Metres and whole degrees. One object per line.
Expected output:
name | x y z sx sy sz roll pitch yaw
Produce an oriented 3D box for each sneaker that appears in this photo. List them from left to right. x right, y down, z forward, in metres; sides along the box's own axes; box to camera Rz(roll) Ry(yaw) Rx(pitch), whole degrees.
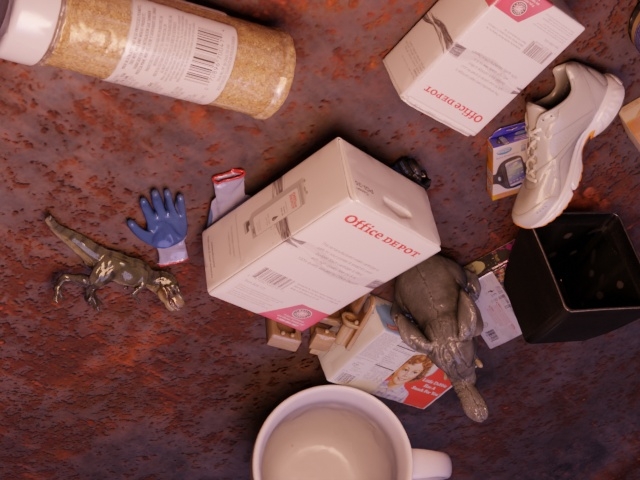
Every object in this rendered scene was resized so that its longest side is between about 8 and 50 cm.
sneaker | 0.102 -0.098 1.655 0.152 0.058 0.084 26 119 -38
sneaker | 0.336 -0.147 1.651 0.121 0.099 0.262 23 98 -25

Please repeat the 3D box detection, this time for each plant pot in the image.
plant pot | 0.409 0.076 1.838 0.188 0.187 0.167 -1 146 -26

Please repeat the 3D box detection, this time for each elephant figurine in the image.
elephant figurine | 0.203 0.140 1.787 0.186 0.239 0.169 19 122 -20

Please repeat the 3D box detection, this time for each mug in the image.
mug | 0.055 0.426 2.029 0.374 0.276 0.328 -3 162 -7

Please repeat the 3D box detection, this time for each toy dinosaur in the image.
toy dinosaur | -0.328 0.050 1.639 0.118 0.064 0.268 -42 132 19

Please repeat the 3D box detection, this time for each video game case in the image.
video game case | 0.354 0.085 1.984 0.210 0.041 0.232 -29 140 10

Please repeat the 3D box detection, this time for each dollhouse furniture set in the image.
dollhouse furniture set | 0.003 0.095 1.785 0.151 0.144 0.123 16 124 -18

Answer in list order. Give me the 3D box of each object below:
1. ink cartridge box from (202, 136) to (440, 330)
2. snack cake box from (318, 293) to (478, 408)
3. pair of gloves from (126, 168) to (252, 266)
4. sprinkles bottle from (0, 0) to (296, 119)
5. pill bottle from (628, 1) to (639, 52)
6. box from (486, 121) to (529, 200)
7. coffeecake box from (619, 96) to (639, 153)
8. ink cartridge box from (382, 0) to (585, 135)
ink cartridge box | 0.000 0.000 1.604 0.283 0.117 0.207 -33 140 30
snack cake box | 0.139 0.203 1.988 0.264 0.089 0.152 23 122 -40
pair of gloves | -0.183 -0.032 1.633 0.198 0.023 0.159 -14 138 -10
sprinkles bottle | -0.206 -0.235 1.314 0.356 0.121 0.121 10 131 -33
pill bottle | 0.528 -0.252 1.540 0.123 0.219 0.122 -12 139 -11
box | 0.302 -0.126 1.735 0.081 0.028 0.136 -17 142 -6
coffeecake box | 0.563 -0.157 1.689 0.142 0.185 0.068 -30 140 10
ink cartridge box | 0.216 -0.262 1.493 0.159 0.092 0.218 22 122 -40
